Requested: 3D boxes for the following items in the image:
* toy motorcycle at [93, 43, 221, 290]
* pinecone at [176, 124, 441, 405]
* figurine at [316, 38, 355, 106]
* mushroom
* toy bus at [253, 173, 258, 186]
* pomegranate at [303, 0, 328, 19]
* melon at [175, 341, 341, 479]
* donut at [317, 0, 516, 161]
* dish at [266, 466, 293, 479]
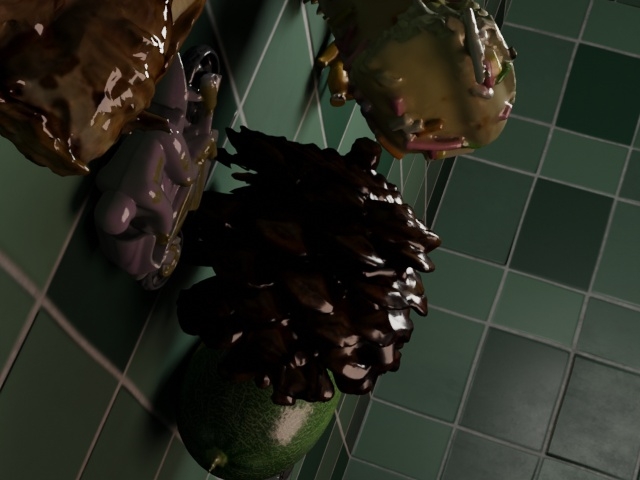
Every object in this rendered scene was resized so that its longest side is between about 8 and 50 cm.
[{"bbox_3d":[-0.139,-0.054,0.905,0.152,0.073,0.225,-31,137,-69],"label":"toy motorcycle"},{"bbox_3d":[-0.026,0.027,1.098,0.242,0.298,0.295,-7,118,-30],"label":"pinecone"},{"bbox_3d":[0.049,-0.267,1.464,0.122,0.121,0.176,-148,-117,-73],"label":"figurine"},{"bbox_3d":[-0.139,-0.170,0.544,0.297,0.163,0.278,70,30,-71],"label":"mushroom"},{"bbox_3d":[-0.053,-0.012,1.360,0.077,0.079,0.174,-38,145,-55],"label":"toy bus"},{"bbox_3d":[0.041,-0.338,1.256,0.159,0.129,0.129,-32,156,-12],"label":"pomegranate"},{"bbox_3d":[-0.071,0.176,1.273,0.287,0.182,0.182,-58,161,-57],"label":"melon"},{"bbox_3d":[0.070,-0.241,1.062,0.307,0.150,0.371,48,20,-69],"label":"donut"},{"bbox_3d":[-0.083,0.345,1.712,0.182,0.080,0.243,-45,151,-66],"label":"dish"}]
